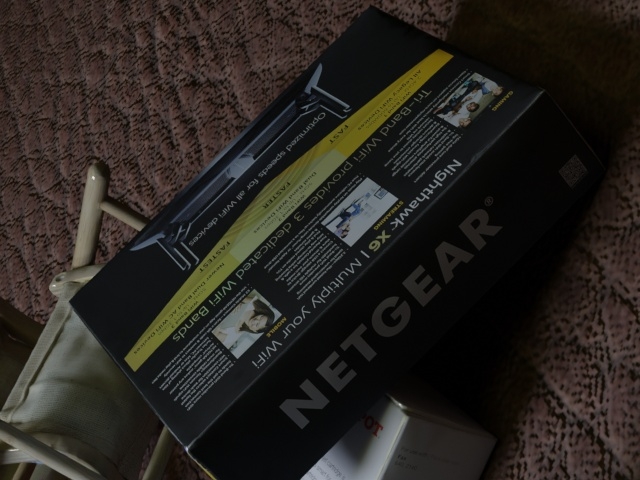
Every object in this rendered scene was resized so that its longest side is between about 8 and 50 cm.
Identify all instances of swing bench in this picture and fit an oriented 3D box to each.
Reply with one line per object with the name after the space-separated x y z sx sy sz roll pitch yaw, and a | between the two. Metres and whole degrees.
-0.206 0.121 1.344 0.254 0.165 0.253 -46 17 46 | swing bench

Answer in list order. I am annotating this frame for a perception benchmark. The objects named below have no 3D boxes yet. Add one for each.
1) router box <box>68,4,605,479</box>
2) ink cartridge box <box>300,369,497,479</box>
0.000 0.000 1.113 0.309 0.081 0.243 -45 32 -3 | router box
0.016 0.177 1.105 0.190 0.082 0.139 -65 31 8 | ink cartridge box
